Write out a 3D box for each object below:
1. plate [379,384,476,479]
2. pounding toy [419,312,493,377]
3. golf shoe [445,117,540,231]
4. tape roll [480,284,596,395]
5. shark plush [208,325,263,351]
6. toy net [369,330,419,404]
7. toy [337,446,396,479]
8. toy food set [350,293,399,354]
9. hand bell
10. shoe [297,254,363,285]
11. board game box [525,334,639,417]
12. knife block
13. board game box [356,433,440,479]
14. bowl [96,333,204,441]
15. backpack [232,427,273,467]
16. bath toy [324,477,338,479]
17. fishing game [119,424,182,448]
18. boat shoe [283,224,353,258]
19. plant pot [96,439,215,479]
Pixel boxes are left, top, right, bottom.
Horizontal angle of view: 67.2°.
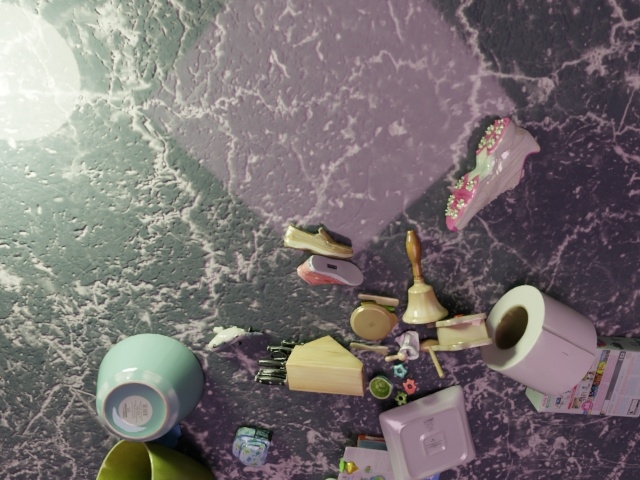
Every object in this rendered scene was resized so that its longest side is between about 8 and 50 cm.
[{"bbox_3d":[0.339,0.608,1.470,0.277,0.045,0.278,-17,104,-8],"label":"plate"},{"bbox_3d":[0.382,0.280,1.303,0.154,0.269,0.155,-9,79,-12],"label":"pounding toy"},{"bbox_3d":[0.430,-0.145,1.207,0.140,0.115,0.306,23,109,-11],"label":"golf shoe"},{"bbox_3d":[0.571,0.264,1.281,0.169,0.246,0.246,27,108,-10],"label":"tape roll"},{"bbox_3d":[-0.250,0.281,1.408,0.161,0.073,0.067,-20,130,-14],"label":"shark plush"},{"bbox_3d":[0.237,0.374,1.404,0.122,0.045,0.232,30,110,19],"label":"toy net"},{"bbox_3d":[0.173,0.707,1.506,0.237,0.056,0.137,11,99,-14],"label":"toy"},{"bbox_3d":[0.153,0.233,1.386,0.132,0.038,0.192,10,115,4],"label":"toy food set"},{"bbox_3d":[0.264,0.091,1.309,0.126,0.126,0.242,-11,97,4],"label":"hand bell"},{"bbox_3d":[0.026,0.091,1.322,0.178,0.063,0.081,18,148,-28],"label":"shoe"},{"bbox_3d":[0.786,0.390,1.404,0.303,0.097,0.224,5,109,-3],"label":"board game box"},{"bbox_3d":[-0.042,0.362,1.327,0.242,0.276,0.088,-17,112,-25],"label":"knife block"},{"bbox_3d":[0.253,0.703,1.554,0.281,0.027,0.145,7,108,-2],"label":"board game box"},{"bbox_3d":[-0.501,0.440,1.370,0.311,0.163,0.311,-1,101,-4],"label":"bowl"},{"bbox_3d":[-0.218,0.644,1.505,0.114,0.084,0.105,16,107,-3],"label":"backpack"},{"bbox_3d":[-0.083,0.883,1.567,0.348,0.129,0.151,-14,109,4],"label":"bath toy"},{"bbox_3d":[-0.532,0.600,1.515,0.189,0.041,0.264,22,103,-16],"label":"fishing game"},{"bbox_3d":[0.000,0.000,1.287,0.190,0.068,0.072,12,95,-5],"label":"boat shoe"},{"bbox_3d":[-0.470,0.748,1.445,0.275,0.275,0.293,-43,137,14],"label":"plant pot"}]
